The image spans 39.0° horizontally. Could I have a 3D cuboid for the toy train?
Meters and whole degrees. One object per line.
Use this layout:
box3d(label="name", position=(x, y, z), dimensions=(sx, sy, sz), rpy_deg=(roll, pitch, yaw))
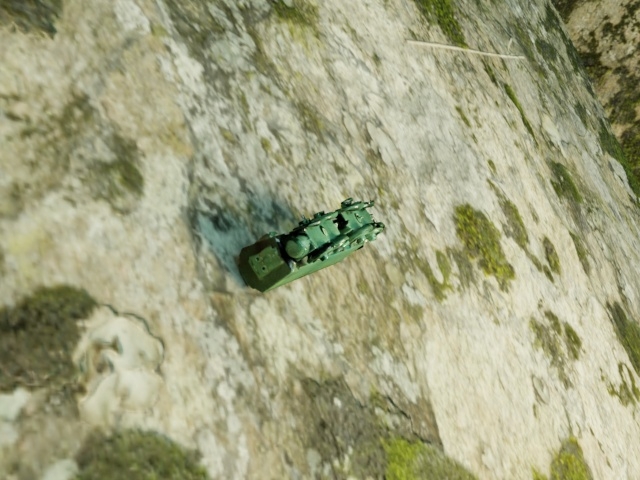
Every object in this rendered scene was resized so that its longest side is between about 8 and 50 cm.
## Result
box3d(label="toy train", position=(0.000, 0.000, 0.691), dimensions=(0.038, 0.071, 0.148), rpy_deg=(62, 28, 5))
